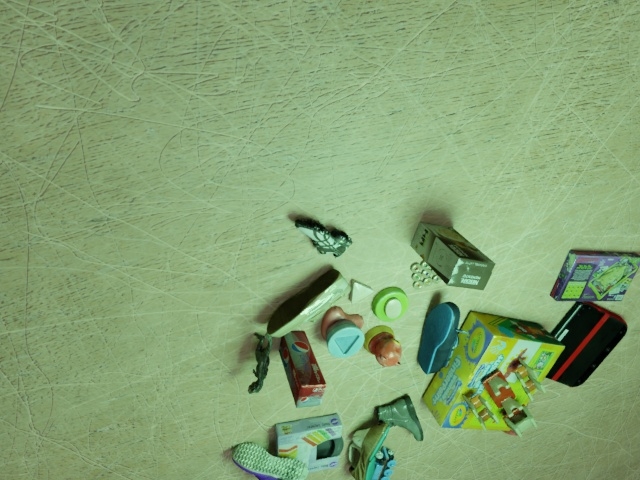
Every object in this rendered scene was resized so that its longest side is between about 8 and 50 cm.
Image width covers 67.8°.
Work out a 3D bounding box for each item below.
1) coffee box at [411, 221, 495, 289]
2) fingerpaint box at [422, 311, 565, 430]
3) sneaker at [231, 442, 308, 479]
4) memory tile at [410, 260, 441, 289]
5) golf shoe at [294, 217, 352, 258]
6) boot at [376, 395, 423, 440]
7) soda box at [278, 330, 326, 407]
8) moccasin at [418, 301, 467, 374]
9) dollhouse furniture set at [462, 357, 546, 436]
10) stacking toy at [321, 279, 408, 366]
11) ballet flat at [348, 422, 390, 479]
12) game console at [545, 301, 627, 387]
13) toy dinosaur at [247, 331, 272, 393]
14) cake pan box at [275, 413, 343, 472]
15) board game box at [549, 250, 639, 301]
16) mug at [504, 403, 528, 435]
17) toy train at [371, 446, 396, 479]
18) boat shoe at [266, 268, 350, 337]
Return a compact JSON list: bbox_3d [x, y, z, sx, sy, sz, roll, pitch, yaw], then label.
[{"bbox_3d":[0.407,0.044,1.490,0.141,0.247,0.098,8,114,-21],"label":"coffee box"},{"bbox_3d":[0.672,0.524,1.879,0.370,0.163,0.445,11,113,-23],"label":"fingerpaint box"},{"bbox_3d":[-0.200,0.867,1.773,0.293,0.102,0.146,18,120,7],"label":"sneaker"},{"bbox_3d":[0.386,0.109,1.655,0.147,0.012,0.113,-18,121,-8],"label":"memory tile"},{"bbox_3d":[0.000,0.000,1.439,0.198,0.077,0.094,22,109,-25],"label":"golf shoe"},{"bbox_3d":[0.320,0.743,1.945,0.161,0.083,0.247,-21,116,3],"label":"boot"},{"bbox_3d":[-0.063,0.403,1.523,0.083,0.263,0.092,3,117,-20],"label":"soda box"},{"bbox_3d":[0.450,0.349,1.753,0.116,0.138,0.342,-6,133,-19],"label":"moccasin"},{"bbox_3d":[0.688,0.592,1.772,0.261,0.135,0.259,-34,111,1],"label":"dollhouse furniture set"},{"bbox_3d":[0.177,0.297,1.621,0.308,0.130,0.280,15,112,-24],"label":"stacking toy"},{"bbox_3d":[0.180,0.847,1.926,0.116,0.124,0.343,-31,139,-50],"label":"ballet flat"},{"bbox_3d":[1.104,0.451,2.048,0.341,0.060,0.387,23,107,-21],"label":"game console"},{"bbox_3d":[-0.189,0.375,1.552,0.063,0.118,0.269,7,117,-13],"label":"toy dinosaur"},{"bbox_3d":[-0.044,0.803,1.859,0.266,0.070,0.246,-4,120,-15],"label":"cake pan box"},{"bbox_3d":[1.090,0.143,1.878,0.346,0.056,0.208,3,120,-19],"label":"board game box"},{"bbox_3d":[0.833,0.753,2.085,0.150,0.113,0.170,-4,115,-17],"label":"mug"},{"bbox_3d":[0.254,0.967,2.035,0.105,0.080,0.184,8,115,-15],"label":"toy train"},{"bbox_3d":[-0.036,0.220,1.530,0.302,0.109,0.098,-39,120,-1],"label":"boat shoe"}]
